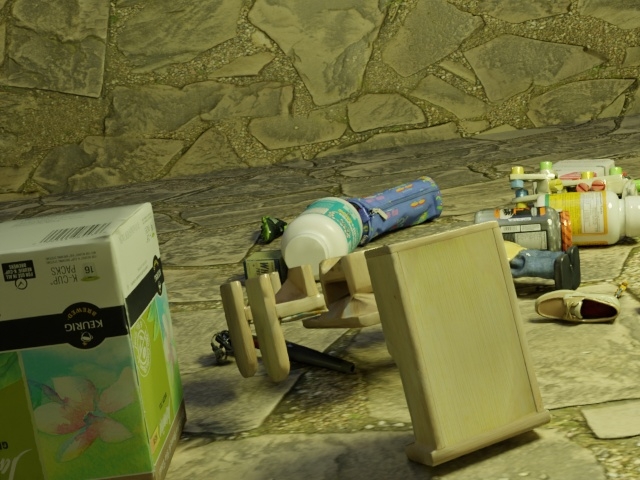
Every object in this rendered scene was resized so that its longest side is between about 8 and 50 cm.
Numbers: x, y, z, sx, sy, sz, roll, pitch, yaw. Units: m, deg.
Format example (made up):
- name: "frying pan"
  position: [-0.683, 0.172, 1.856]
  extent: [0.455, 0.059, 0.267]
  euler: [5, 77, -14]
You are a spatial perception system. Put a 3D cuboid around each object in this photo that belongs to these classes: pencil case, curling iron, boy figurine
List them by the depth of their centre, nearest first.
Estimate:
- name: "curling iron"
  position: [-0.065, 0.186, 1.305]
  extent: [0.274, 0.035, 0.068]
  euler: [6, 40, 30]
- name: "boy figurine"
  position: [0.331, 0.050, 1.525]
  extent: [0.285, 0.092, 0.177]
  euler: [1, 16, 33]
- name: "pencil case"
  position: [0.181, -0.078, 2.055]
  extent: [0.306, 0.119, 0.133]
  euler: [-19, -6, -38]

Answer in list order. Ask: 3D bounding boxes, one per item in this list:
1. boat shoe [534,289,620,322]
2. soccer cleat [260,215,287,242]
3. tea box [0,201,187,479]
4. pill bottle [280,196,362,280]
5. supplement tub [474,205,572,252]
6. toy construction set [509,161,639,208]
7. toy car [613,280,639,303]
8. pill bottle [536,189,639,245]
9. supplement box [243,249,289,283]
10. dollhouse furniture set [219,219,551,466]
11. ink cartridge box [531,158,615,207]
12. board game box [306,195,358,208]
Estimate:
- name: "boat shoe"
  position: [0.418, 0.108, 1.321]
  extent: [0.135, 0.050, 0.045]
  euler: [-4, 9, 15]
- name: "soccer cleat"
  position: [-0.124, -0.034, 2.180]
  extent: [0.072, 0.060, 0.179]
  euler: [5, 12, -5]
- name: "tea box"
  position: [-0.363, 0.144, 1.006]
  extent: [0.328, 0.324, 0.220]
  euler: [-8, 13, 1]
- name: "pill bottle"
  position: [0.000, 0.000, 1.784]
  extent: [0.146, 0.146, 0.264]
  euler: [-4, 15, 15]
- name: "supplement tub"
  position: [0.415, -0.010, 1.666]
  extent: [0.190, 0.117, 0.117]
  euler: [-4, 14, 14]
- name: "toy construction set"
  position: [0.624, -0.113, 1.905]
  extent: [0.327, 0.151, 0.215]
  euler: [12, -2, 35]
- name: "toy car"
  position: [0.539, 0.101, 1.360]
  extent: [0.041, 0.060, 0.122]
  euler: [-53, 1, -5]
- name: "pill bottle"
  position: [0.573, -0.047, 1.734]
  extent: [0.208, 0.118, 0.117]
  euler: [-3, 14, 20]
- name: "supplement box"
  position: [-0.115, 0.059, 1.788]
  extent: [0.083, 0.056, 0.083]
  euler: [-3, 14, 17]
- name: "dollhouse furniture set"
  position: [0.104, 0.134, 1.125]
  extent: [0.362, 0.257, 0.394]
  euler: [-13, -2, -23]
- name: "ink cartridge box"
  position: [0.678, -0.153, 2.165]
  extent: [0.158, 0.092, 0.218]
  euler: [3, 19, 35]
- name: "board game box"
  position: [0.073, -0.090, 2.347]
  extent: [0.136, 0.035, 0.201]
  euler: [-17, 17, -35]
